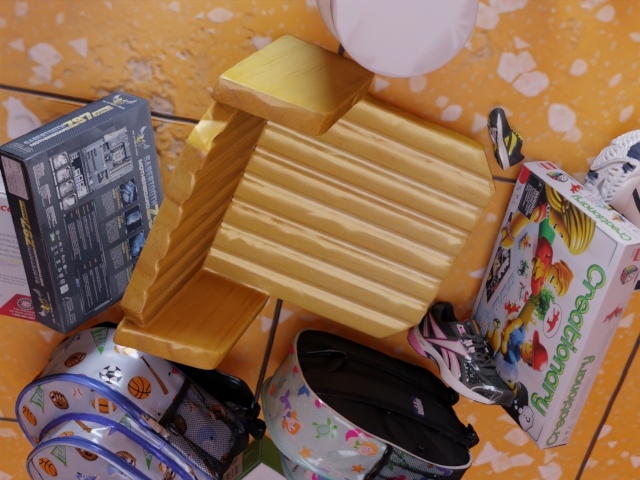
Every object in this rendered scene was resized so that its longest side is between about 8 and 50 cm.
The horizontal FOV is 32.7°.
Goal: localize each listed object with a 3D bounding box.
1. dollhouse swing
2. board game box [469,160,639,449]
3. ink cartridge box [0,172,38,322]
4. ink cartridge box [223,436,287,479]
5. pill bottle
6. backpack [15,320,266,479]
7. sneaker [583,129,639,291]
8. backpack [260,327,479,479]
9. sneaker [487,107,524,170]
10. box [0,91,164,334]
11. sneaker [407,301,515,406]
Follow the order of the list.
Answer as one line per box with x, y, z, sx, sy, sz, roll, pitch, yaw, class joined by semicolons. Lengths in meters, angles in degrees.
0.000;0.000;1.251;0.305;0.315;0.347;29;116;4;dollhouse swing
0.280;0.080;1.356;0.053;0.193;0.305;-5;124;-31;board game box
-0.378;0.002;1.343;0.127;0.072;0.175;14;119;-11;ink cartridge box
-0.047;0.385;1.592;0.209;0.062;0.109;39;111;-23;ink cartridge box
0.069;-0.273;1.086;0.162;0.278;0.162;-1;120;-2;pill bottle
-0.261;0.246;1.406;0.263;0.213;0.276;48;128;-9;backpack
0.400;-0.023;1.358;0.153;0.094;0.235;14;119;-12;sneaker
0.043;0.236;1.415;0.253;0.225;0.191;29;112;-23;backpack
0.227;-0.127;1.328;0.035;0.031;0.083;-20;125;-7;sneaker
-0.266;-0.033;1.272;0.059;0.183;0.233;21;129;35;box
0.185;0.142;1.407;0.072;0.178;0.077;8;115;-48;sneaker
